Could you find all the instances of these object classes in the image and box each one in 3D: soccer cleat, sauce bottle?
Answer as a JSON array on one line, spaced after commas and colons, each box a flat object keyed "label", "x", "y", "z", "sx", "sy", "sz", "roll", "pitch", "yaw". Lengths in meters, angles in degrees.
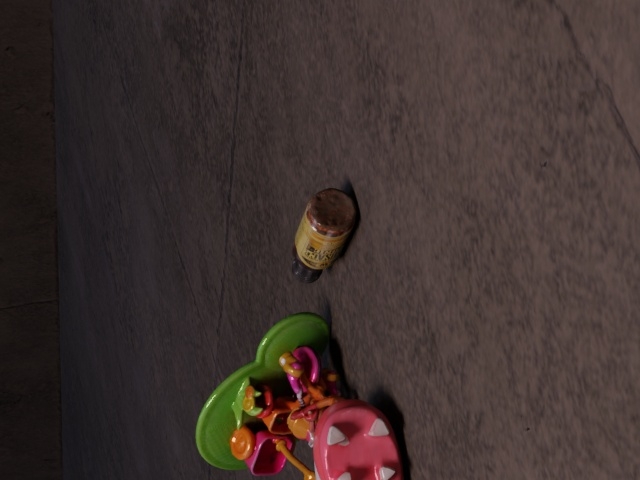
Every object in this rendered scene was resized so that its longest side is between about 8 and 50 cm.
[{"label": "soccer cleat", "x": 0.038, "y": 0.248, "z": 1.464, "sx": 0.095, "sy": 0.083, "sz": 0.248, "roll": 157, "pitch": 105, "yaw": -85}, {"label": "sauce bottle", "x": 0.000, "y": 0.000, "z": 1.519, "sx": 0.128, "sy": 0.042, "sz": 0.042, "roll": 109, "pitch": 148, "yaw": -65}]

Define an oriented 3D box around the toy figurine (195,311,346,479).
[{"label": "toy figurine", "x": -0.005, "y": 0.175, "z": 1.569, "sx": 0.159, "sy": 0.130, "sz": 0.173, "roll": 48, "pitch": 122, "yaw": 41}]
